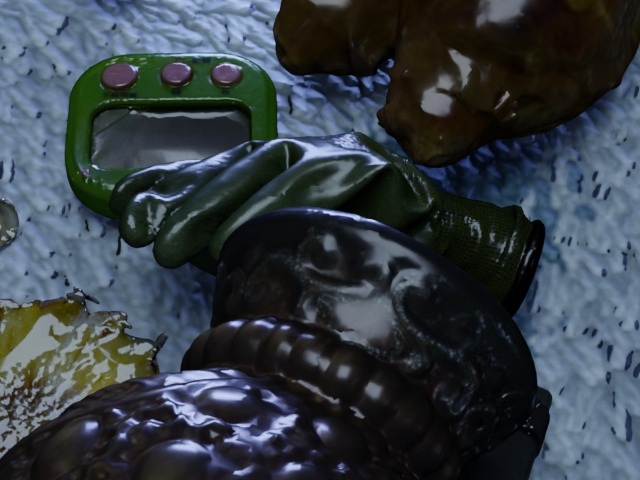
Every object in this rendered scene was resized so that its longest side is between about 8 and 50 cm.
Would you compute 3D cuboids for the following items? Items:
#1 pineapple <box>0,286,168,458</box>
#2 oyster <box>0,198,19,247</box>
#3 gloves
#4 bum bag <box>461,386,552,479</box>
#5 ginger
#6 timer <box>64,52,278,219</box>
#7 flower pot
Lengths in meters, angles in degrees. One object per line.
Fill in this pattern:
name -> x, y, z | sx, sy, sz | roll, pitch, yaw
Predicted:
pineapple -> -0.168, 0.123, 1.103 | 0.221, 0.047, 0.221 | -1, 58, 2
oyster -> -0.244, 0.000, 1.205 | 0.083, 0.038, 0.080 | 18, 80, -20
gloves -> 0.004, -0.010, 1.144 | 0.268, 0.135, 0.107 | 7, 53, -12
bum bag -> 0.077, 0.148, 1.076 | 0.087, 0.049, 0.197 | 10, 60, 16
ginger -> 0.099, -0.210, 1.251 | 0.274, 0.152, 0.357 | -5, 67, 0
timer -> -0.098, -0.068, 1.233 | 0.140, 0.047, 0.128 | -1, 53, 0
flower pot -> -0.025, 0.141, 0.953 | 0.266, 0.266, 0.267 | 23, 57, 16
